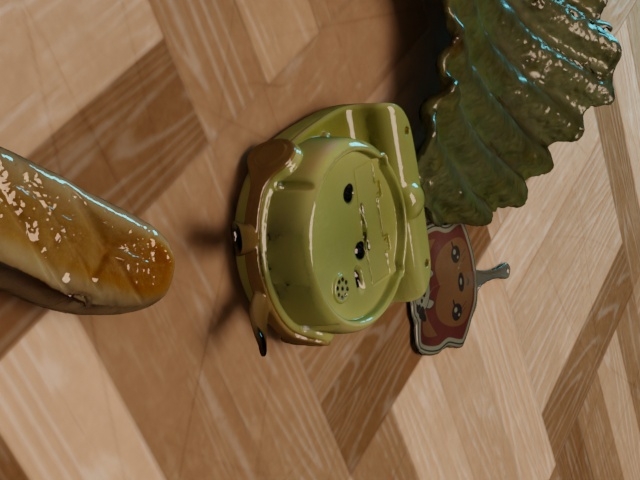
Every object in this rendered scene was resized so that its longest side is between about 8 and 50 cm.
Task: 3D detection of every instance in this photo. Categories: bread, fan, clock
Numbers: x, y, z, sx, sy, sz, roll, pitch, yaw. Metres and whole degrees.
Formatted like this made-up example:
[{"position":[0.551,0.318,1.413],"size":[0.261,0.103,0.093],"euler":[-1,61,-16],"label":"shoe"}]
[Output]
[{"position":[-0.165,-0.005,0.609],"size":[0.214,0.053,0.073],"euler":[30,63,-50],"label":"bread"},{"position":[0.142,0.041,1.111],"size":[0.220,0.009,0.132],"euler":[-7,98,-56],"label":"fan"},{"position":[0.000,0.000,0.840],"size":[0.232,0.069,0.170],"euler":[-33,119,-51],"label":"clock"}]

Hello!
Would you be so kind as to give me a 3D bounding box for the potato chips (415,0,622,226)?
[{"position":[0.181,-0.201,1.079],"size":[0.389,0.097,0.373],"euler":[-10,101,-56],"label":"potato chips"}]
